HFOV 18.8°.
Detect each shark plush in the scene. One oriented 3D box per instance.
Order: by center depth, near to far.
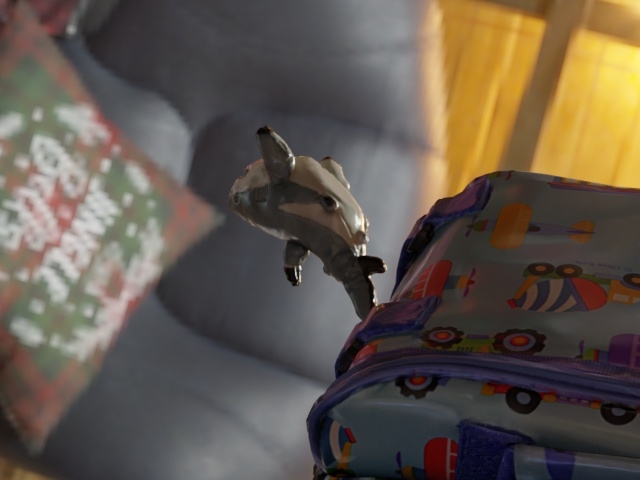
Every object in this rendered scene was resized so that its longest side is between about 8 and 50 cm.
[{"bbox_3d":[0.000,0.000,1.204,0.067,0.161,0.073,-50,150,15],"label":"shark plush"}]

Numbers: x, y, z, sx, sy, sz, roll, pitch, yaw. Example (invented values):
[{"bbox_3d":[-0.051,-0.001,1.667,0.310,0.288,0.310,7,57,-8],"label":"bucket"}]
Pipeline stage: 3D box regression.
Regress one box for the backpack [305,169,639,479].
[{"bbox_3d":[0.061,0.075,0.348,0.173,0.158,0.116,-51,146,-57],"label":"backpack"}]
